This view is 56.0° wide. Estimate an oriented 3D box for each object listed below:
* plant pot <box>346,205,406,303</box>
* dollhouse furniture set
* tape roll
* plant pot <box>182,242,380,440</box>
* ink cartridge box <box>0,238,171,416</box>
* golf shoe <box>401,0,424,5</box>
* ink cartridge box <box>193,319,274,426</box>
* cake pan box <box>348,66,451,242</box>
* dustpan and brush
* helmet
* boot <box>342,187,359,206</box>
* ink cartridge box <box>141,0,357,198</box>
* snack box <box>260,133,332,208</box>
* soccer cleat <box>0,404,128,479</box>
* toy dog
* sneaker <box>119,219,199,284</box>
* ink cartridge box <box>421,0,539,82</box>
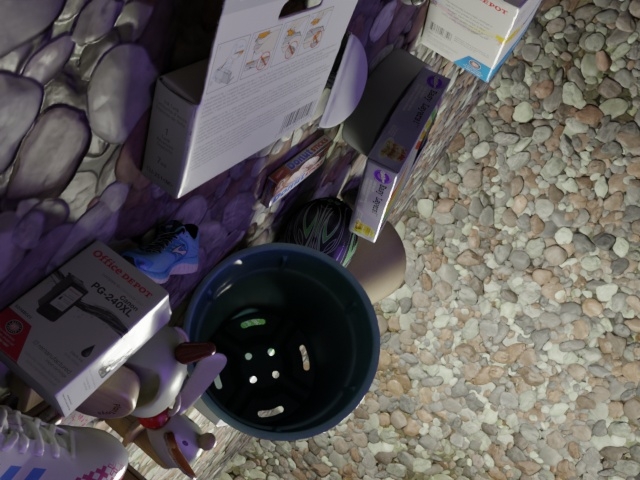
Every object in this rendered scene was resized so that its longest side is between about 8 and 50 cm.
[{"bbox_3d":[0.031,0.079,1.430,0.274,0.256,0.256,-32,156,-51],"label":"plant pot"},{"bbox_3d":[-0.281,0.270,0.870,0.303,0.173,0.356,-39,162,-54],"label":"dollhouse furniture set"},{"bbox_3d":[0.136,-0.274,1.223,0.219,0.072,0.219,-52,168,-15],"label":"tape roll"},{"bbox_3d":[-0.097,0.220,1.174,0.341,0.341,0.334,-49,177,-24],"label":"plant pot"},{"bbox_3d":[-0.246,0.085,0.624,0.150,0.109,0.063,-47,163,-34],"label":"ink cartridge box"},{"bbox_3d":[0.172,-0.449,0.926,0.176,0.069,0.086,-54,-171,16],"label":"golf shoe"},{"bbox_3d":[-0.197,0.315,1.498,0.273,0.114,0.198,-52,168,-11],"label":"ink cartridge box"},{"bbox_3d":[0.149,-0.162,1.157,0.267,0.070,0.246,-59,172,-30],"label":"cake pan box"},{"bbox_3d":[0.039,-0.249,0.971,0.211,0.060,0.147,-10,123,-65],"label":"dustpan and brush"},{"bbox_3d":[0.000,0.000,1.260,0.169,0.169,0.161,-62,178,35],"label":"helmet"},{"bbox_3d":[0.057,-0.041,1.636,0.208,0.076,0.189,-51,168,21],"label":"boot"},{"bbox_3d":[-0.065,-0.197,0.661,0.275,0.060,0.239,-41,162,-46],"label":"ink cartridge box"},{"bbox_3d":[-0.041,-0.125,1.066,0.178,0.022,0.064,-44,167,-42],"label":"snack box"},{"bbox_3d":[-0.314,0.216,0.591,0.331,0.116,0.143,6,103,-60],"label":"soccer cleat"},{"bbox_3d":[-0.187,0.196,0.796,0.334,0.160,0.220,66,26,-65],"label":"toy dog"},{"bbox_3d":[-0.202,0.008,0.756,0.162,0.063,0.073,-29,135,-74],"label":"sneaker"},{"bbox_3d":[0.324,-0.467,1.163,0.168,0.171,0.233,-52,169,-13],"label":"ink cartridge box"}]
